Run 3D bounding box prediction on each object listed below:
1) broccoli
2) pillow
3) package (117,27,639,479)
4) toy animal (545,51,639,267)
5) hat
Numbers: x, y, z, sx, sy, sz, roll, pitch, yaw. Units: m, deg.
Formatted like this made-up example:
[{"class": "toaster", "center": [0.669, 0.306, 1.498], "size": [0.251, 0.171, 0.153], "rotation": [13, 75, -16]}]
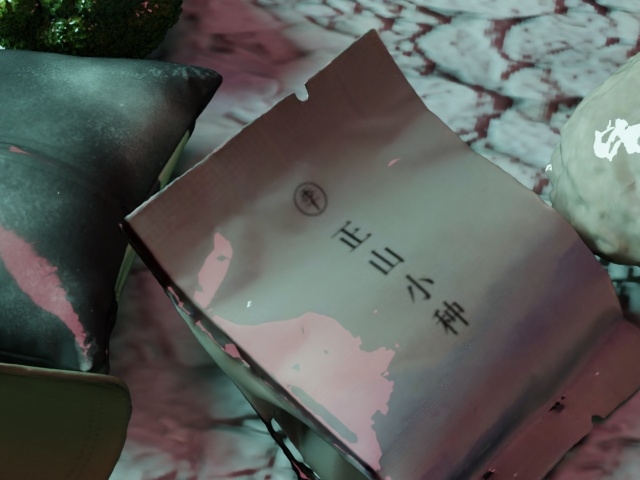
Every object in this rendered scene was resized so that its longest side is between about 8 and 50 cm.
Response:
[{"class": "broccoli", "center": [-0.158, -0.171, 1.046], "size": [0.162, 0.138, 0.146], "rotation": [-27, 14, -18]}, {"class": "pillow", "center": [-0.174, -0.027, 0.935], "size": [0.186, 0.106, 0.250], "rotation": [5, 47, 13]}, {"class": "package", "center": [0.040, 0.033, 0.883], "size": [0.204, 0.062, 0.251], "rotation": [-39, 85, -29]}, {"class": "toy animal", "center": [0.319, -0.039, 0.891], "size": [0.358, 0.188, 0.226], "rotation": [26, 60, 21]}, {"class": "hat", "center": [-0.198, 0.074, 0.831], "size": [0.173, 0.166, 0.144], "rotation": [-12, 47, -29]}]
